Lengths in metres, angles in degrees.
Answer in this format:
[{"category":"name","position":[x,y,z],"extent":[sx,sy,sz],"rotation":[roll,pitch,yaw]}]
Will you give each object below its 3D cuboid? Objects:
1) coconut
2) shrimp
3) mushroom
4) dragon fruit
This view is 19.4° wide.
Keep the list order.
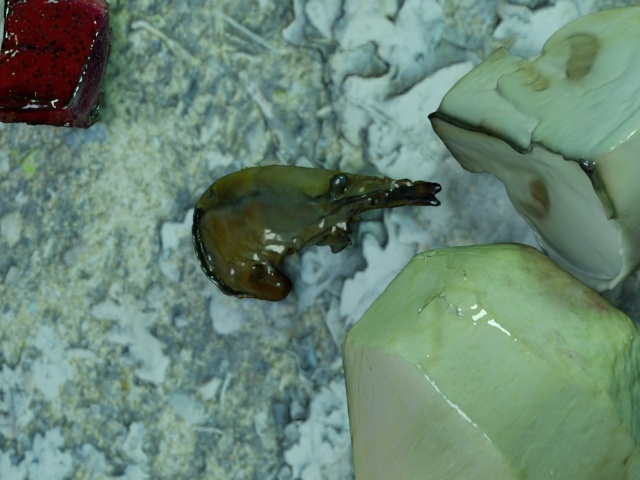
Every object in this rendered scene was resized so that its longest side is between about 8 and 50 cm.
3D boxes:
[{"category":"coconut","position":[0.126,0.132,1.427],"extent":[0.259,0.259,0.259],"rotation":[1,93,23]},{"category":"shrimp","position":[0.004,-0.009,1.582],"extent":[0.262,0.066,0.117],"rotation":[2,108,37]},{"category":"mushroom","position":[0.224,-0.073,1.461],"extent":[0.236,0.173,0.162],"rotation":[29,151,55]},{"category":"dragon fruit","position":[-0.234,-0.151,1.669],"extent":[0.102,0.096,0.147],"rotation":[7,64,13]}]
